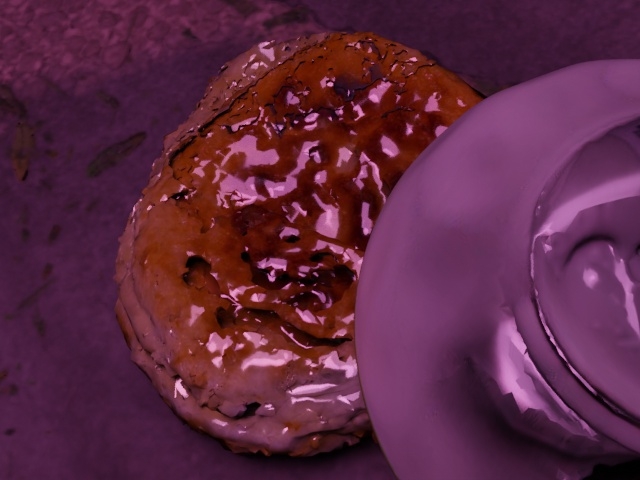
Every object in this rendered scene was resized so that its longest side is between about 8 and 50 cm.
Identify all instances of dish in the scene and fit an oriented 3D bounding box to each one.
[{"bbox_3d":[0.182,0.032,0.677,0.324,0.124,0.324,2,68,-4],"label":"dish"}]

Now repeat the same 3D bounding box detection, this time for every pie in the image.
[{"bbox_3d":[0.000,0.001,0.802,0.308,0.085,0.308,-4,60,7],"label":"pie"}]
